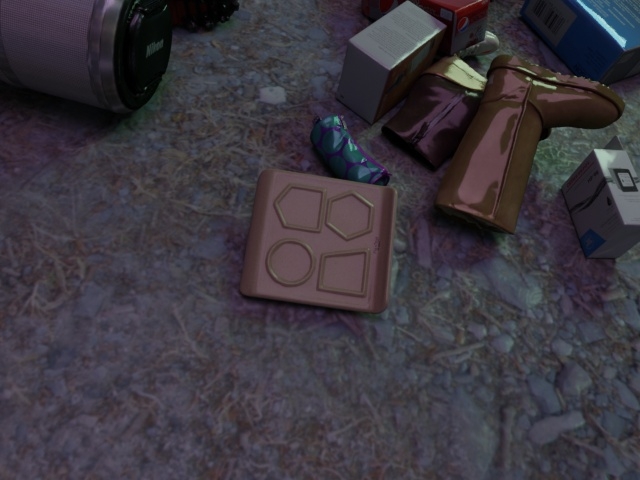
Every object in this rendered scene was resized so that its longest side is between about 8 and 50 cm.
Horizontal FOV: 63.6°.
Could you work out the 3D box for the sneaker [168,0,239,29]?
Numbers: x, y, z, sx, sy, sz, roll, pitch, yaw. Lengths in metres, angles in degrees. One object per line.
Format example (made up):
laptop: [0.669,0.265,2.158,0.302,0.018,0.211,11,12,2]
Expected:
sneaker: [-0.291,-0.462,0.949,0.275,0.098,0.135,-5,63,-11]

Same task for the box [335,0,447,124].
box: [0.122,-0.312,0.909,0.091,0.130,0.170,40,62,13]

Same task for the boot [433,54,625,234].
boot: [0.331,-0.134,0.824,0.236,0.089,0.270,20,80,6]

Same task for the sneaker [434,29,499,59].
sneaker: [0.270,-0.373,1.015,0.161,0.057,0.075,6,61,-1]

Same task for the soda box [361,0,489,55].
soda box: [0.190,-0.447,0.981,0.092,0.084,0.263,-30,50,-19]

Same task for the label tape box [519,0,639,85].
label tape box: [0.648,-0.484,1.109,0.347,0.115,0.249,-21,66,-22]

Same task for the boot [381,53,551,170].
boot: [0.256,-0.195,0.908,0.248,0.090,0.207,36,75,7]

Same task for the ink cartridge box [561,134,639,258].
ink cartridge box: [0.456,-0.073,0.838,0.060,0.104,0.180,1,59,-8]

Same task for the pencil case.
pencil case: [0.046,-0.135,0.828,0.152,0.070,0.064,53,28,19]

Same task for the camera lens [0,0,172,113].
camera lens: [-0.382,-0.328,0.783,0.274,0.219,0.220,15,58,-1]

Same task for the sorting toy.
sorting toy: [0.000,0.000,0.744,0.208,0.038,0.193,7,72,0]
